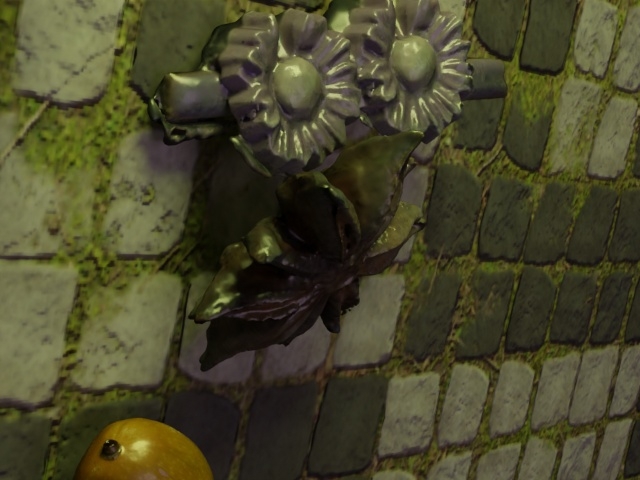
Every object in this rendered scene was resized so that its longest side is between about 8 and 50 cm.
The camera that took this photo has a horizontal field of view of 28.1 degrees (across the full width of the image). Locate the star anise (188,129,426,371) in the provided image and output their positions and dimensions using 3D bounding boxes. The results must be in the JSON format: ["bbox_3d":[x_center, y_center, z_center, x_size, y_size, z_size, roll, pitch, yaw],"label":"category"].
[{"bbox_3d":[0.000,0.000,0.780,0.195,0.065,0.182,-13,147,-46],"label":"star anise"}]

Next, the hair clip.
[{"bbox_3d":[0.014,-0.102,0.809,0.292,0.084,0.106,-14,97,-44],"label":"hair clip"}]

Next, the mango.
[{"bbox_3d":[-0.101,0.180,0.767,0.098,0.075,0.190,-40,139,-28],"label":"mango"}]
